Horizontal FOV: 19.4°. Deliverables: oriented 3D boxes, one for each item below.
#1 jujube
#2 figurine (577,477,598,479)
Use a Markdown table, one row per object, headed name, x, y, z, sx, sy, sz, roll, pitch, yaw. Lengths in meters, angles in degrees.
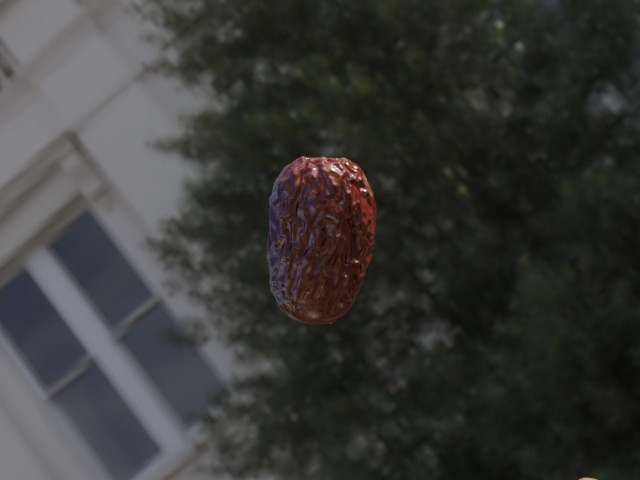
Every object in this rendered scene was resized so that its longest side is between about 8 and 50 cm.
| name | x | y | z | sx | sy | sz | roll | pitch | yaw |
| --- | --- | --- | --- | --- | --- | --- | --- | --- | --- |
| jujube | 0.000 | 0.000 | 1.968 | 0.109 | 0.176 | 0.112 | 5 | -4 | -30 |
| figurine | 0.279 | 0.278 | 1.780 | 0.126 | 0.157 | 0.114 | -14 | -42 | -16 |
